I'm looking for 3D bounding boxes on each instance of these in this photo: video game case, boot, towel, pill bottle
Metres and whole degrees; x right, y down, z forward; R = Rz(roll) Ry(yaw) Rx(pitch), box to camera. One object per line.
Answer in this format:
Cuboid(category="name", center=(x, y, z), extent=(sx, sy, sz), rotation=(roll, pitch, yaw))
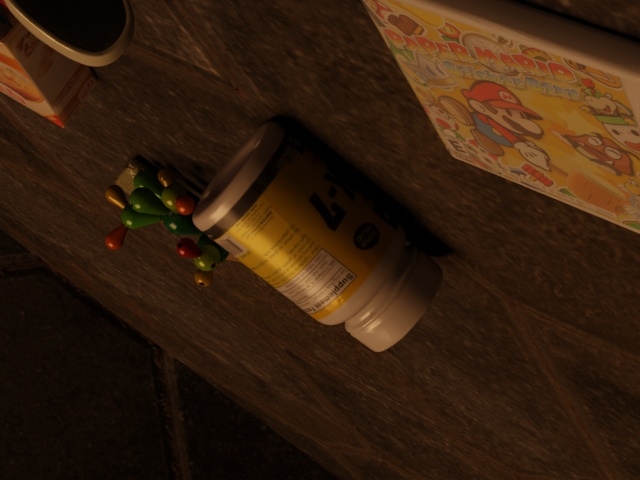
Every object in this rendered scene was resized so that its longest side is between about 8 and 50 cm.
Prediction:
Cuboid(category="video game case", center=(0.142, -0.078, 0.955), extent=(0.227, 0.026, 0.206), rotation=(26, 164, 35))
Cuboid(category="boot", center=(-0.255, -0.229, 1.299), extent=(0.244, 0.088, 0.176), rotation=(44, 167, -1))
Cuboid(category="towel", center=(-0.200, -0.056, 1.895), extent=(0.110, 0.027, 0.148), rotation=(37, 168, -4))
Cuboid(category="pill bottle", center=(0.000, 0.000, 1.382), extent=(0.208, 0.119, 0.119), rotation=(38, 167, -13))

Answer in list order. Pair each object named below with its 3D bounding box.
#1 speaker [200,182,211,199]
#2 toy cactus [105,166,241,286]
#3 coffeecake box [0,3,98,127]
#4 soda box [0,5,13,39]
Cuboid(category="speaker", center=(-0.076, -0.013, 1.668), extent=(0.055, 0.055, 0.136), rotation=(25, 163, 39))
Cuboid(category="toy cactus", center=(-0.143, -0.007, 1.749), extent=(0.180, 0.112, 0.219), rotation=(23, -177, -36))
Cuboid(category="coffeecake box", center=(-0.323, -0.210, 1.567), extent=(0.142, 0.068, 0.185), rotation=(30, 166, 20))
Cuboid(category="soda box", center=(-0.357, -0.250, 1.392), extent=(0.063, 0.058, 0.183), rotation=(-4, 123, 44))
